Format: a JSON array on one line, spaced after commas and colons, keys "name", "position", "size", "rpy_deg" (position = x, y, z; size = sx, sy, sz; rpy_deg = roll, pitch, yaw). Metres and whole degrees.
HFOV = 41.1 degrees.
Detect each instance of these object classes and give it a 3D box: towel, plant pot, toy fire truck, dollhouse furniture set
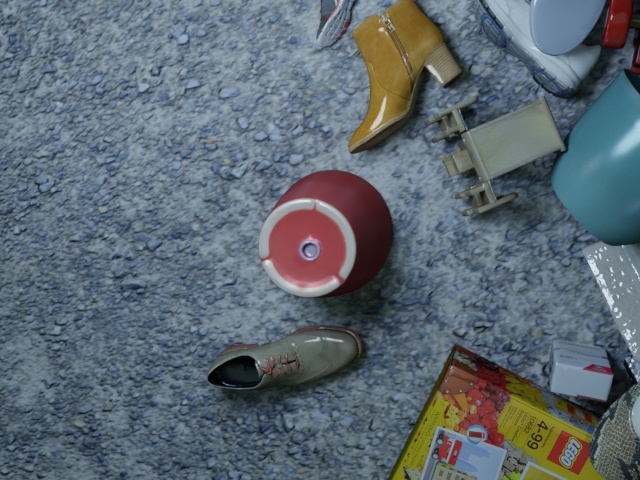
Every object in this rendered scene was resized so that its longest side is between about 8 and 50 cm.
[{"name": "towel", "position": [0.655, 0.104, 1.664], "size": [0.187, 0.049, 0.282], "rpy_deg": [-25, 69, 13]}, {"name": "plant pot", "position": [0.000, 0.000, 1.737], "size": [0.275, 0.243, 0.275], "rpy_deg": [2, 98, 12]}, {"name": "plant pot", "position": [0.573, -0.131, 1.581], "size": [0.293, 0.293, 0.235], "rpy_deg": [47, 118, 3]}, {"name": "toy fire truck", "position": [0.605, -0.452, 1.535], "size": [0.169, 0.254, 0.302], "rpy_deg": [8, 101, 13]}, {"name": "dollhouse furniture set", "position": [0.338, -0.179, 1.652], "size": [0.161, 0.242, 0.212], "rpy_deg": [-24, 92, -7]}]

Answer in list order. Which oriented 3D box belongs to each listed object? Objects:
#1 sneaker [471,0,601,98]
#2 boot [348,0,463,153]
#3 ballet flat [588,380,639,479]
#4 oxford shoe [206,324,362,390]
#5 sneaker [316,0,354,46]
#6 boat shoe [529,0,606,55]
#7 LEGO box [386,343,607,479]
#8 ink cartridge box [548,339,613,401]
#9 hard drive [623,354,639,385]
[{"name": "sneaker", "position": [0.416, -0.414, 1.674], "size": [0.297, 0.111, 0.129], "rpy_deg": [44, 88, 0]}, {"name": "boot", "position": [0.122, -0.339, 1.746], "size": [0.295, 0.104, 0.211], "rpy_deg": [-39, 83, 10]}, {"name": "ballet flat", "position": [0.697, 0.268, 1.514], "size": [0.483, 0.182, 0.164], "rpy_deg": [-27, 65, -1]}, {"name": "oxford shoe", "position": [-0.080, 0.271, 1.849], "size": [0.348, 0.130, 0.123], "rpy_deg": [-16, 94, 14]}, {"name": "sneaker", "position": [0.026, -0.480, 1.772], "size": [0.065, 0.061, 0.158], "rpy_deg": [35, 104, 34]}, {"name": "boat shoe", "position": [0.459, -0.532, 1.590], "size": [0.136, 0.156, 0.367], "rpy_deg": [6, 105, 0]}, {"name": "LEGO box", "position": [0.334, 0.527, 1.759], "size": [0.372, 0.193, 0.500], "rpy_deg": [25, 102, 9]}, {"name": "ink cartridge box", "position": [0.516, 0.257, 1.705], "size": [0.109, 0.150, 0.063], "rpy_deg": [9, 103, 11]}, {"name": "hard drive", "position": [0.763, 0.335, 1.621], "size": [0.237, 0.064, 0.339], "rpy_deg": [-23, 68, 7]}]
